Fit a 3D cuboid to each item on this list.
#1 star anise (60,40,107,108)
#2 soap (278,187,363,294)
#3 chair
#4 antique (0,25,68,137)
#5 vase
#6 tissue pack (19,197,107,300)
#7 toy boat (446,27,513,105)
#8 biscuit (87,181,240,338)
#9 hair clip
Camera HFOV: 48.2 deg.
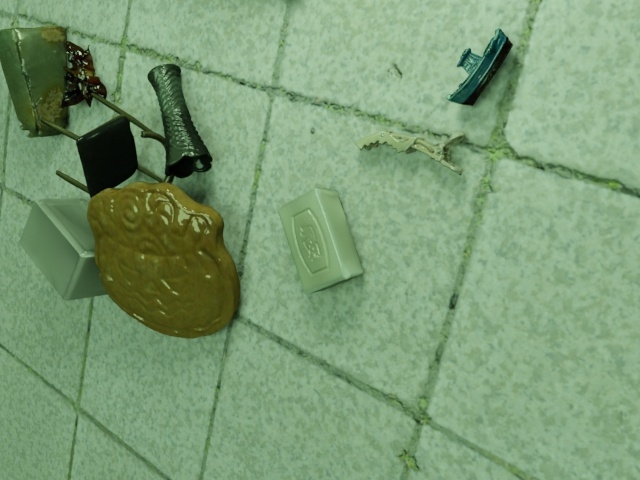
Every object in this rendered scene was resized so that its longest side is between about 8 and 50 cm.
[{"bbox_3d":[-0.613,-0.404,1.817,0.157,0.053,0.212,-30,78,34],"label":"star anise"},{"bbox_3d":[0.000,0.000,1.375,0.121,0.064,0.183,-26,79,40],"label":"soap"},{"bbox_3d":[-0.487,-0.201,1.650,0.272,0.166,0.188,26,138,27],"label":"chair"},{"bbox_3d":[-0.745,-0.415,1.883,0.125,0.150,0.284,10,110,40],"label":"antique"},{"bbox_3d":[-0.317,-0.266,1.570,0.115,0.115,0.237,-28,74,37],"label":"vase"},{"bbox_3d":[-0.618,0.016,1.806,0.246,0.159,0.136,43,118,27],"label":"tissue pack"},{"bbox_3d":[0.249,-0.277,1.146,0.061,0.060,0.137,35,123,9],"label":"toy boat"},{"bbox_3d":[-0.356,0.049,1.590,0.385,0.062,0.365,5,113,27],"label":"biscuit"},{"bbox_3d":[0.155,-0.173,1.251,0.226,0.034,0.072,19,104,37],"label":"hair clip"}]
